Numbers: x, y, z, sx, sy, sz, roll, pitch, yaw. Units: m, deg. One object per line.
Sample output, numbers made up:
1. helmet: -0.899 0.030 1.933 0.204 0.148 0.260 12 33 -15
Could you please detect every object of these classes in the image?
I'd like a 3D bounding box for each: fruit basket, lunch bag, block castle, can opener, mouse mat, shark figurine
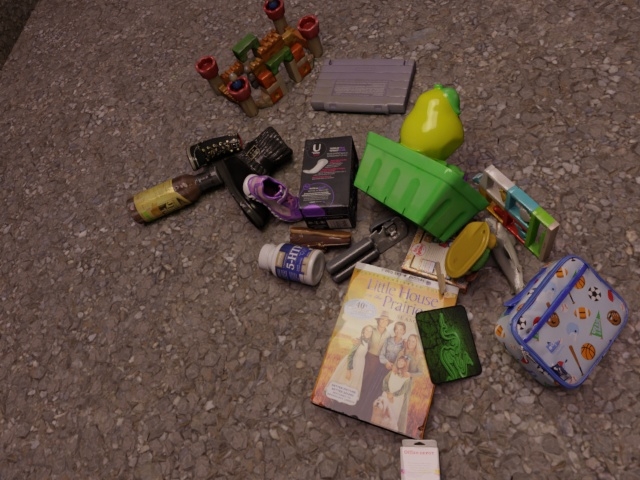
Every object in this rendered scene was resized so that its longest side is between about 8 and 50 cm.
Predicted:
1. fruit basket: 0.309 -0.236 1.444 0.391 0.282 0.393 -19 59 35
2. lunch bag: 0.583 0.196 1.231 0.303 0.115 0.243 -43 90 -18
3. block castle: -0.234 -0.731 1.959 0.453 0.213 0.303 -45 60 -10
4. can opener: 0.139 0.019 1.549 0.283 0.076 0.095 -33 27 -2
5. mouse mat: 0.337 0.270 1.321 0.152 0.007 0.190 -7 75 -16
6. shark figurine: 0.503 0.083 1.398 0.116 0.166 0.279 -22 74 34

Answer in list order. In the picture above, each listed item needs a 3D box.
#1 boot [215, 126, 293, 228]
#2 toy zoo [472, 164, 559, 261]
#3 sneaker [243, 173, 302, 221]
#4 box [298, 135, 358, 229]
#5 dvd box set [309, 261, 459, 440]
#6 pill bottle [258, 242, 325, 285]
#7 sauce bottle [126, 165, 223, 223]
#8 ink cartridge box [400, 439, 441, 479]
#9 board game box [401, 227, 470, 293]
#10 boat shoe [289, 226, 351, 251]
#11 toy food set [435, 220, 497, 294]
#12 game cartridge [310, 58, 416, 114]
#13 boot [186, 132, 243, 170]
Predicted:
1. boot: -0.195 -0.228 1.728 0.260 0.131 0.348 -32 58 -1
2. toy zoo: 0.534 -0.089 1.405 0.030 0.192 0.293 -35 58 -4
3. sneaker: -0.129 -0.137 1.608 0.104 0.236 0.095 -11 55 54
4. box: 0.031 -0.186 1.631 0.165 0.143 0.271 -2 63 14
5. dvd box set: 0.182 0.288 1.373 0.307 0.062 0.421 15 68 17
6. pill bottle: -0.091 0.067 1.553 0.186 0.112 0.112 11 66 21
7. sauce bottle: -0.519 -0.169 1.804 0.344 0.111 0.112 -23 59 6
8. ink cartridge box: 0.243 0.557 1.207 0.092 0.090 0.143 -4 62 14
9. board game box: 0.353 0.055 1.467 0.193 0.045 0.147 18 70 24
10. boat shoe: 0.000 0.000 1.593 0.206 0.073 0.073 5 102 22
11. toy food set: 0.404 0.046 1.356 0.071 0.218 0.128 22 34 -18
12. game cartridge: 0.156 -0.568 1.849 0.354 0.068 0.230 8 69 20
13. boot: -0.380 -0.328 1.815 0.178 0.085 0.236 -16 22 4
